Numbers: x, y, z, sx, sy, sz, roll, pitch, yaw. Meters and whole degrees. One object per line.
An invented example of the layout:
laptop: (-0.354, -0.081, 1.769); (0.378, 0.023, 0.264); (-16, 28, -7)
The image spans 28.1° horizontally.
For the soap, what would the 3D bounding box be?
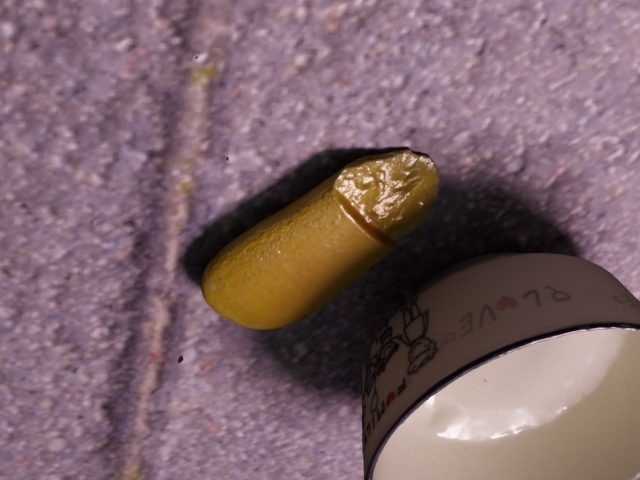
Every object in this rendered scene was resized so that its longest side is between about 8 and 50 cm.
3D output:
soap: (0.000, 0.000, 0.809); (0.168, 0.033, 0.089); (-39, 136, 19)

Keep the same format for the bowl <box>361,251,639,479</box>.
bowl: (0.130, 0.095, 0.884); (0.238, 0.126, 0.237); (-10, 136, -9)
